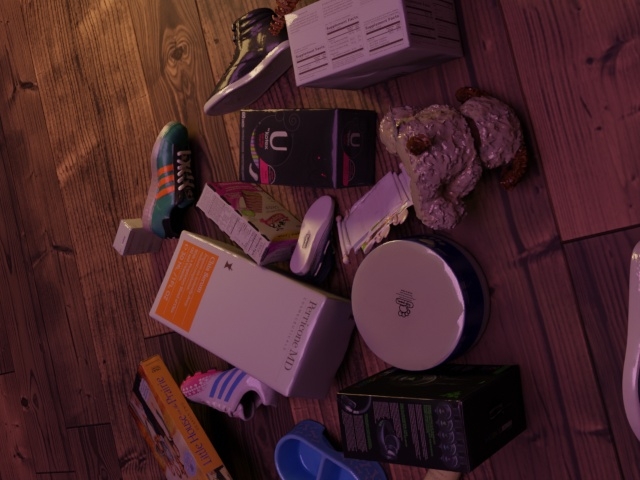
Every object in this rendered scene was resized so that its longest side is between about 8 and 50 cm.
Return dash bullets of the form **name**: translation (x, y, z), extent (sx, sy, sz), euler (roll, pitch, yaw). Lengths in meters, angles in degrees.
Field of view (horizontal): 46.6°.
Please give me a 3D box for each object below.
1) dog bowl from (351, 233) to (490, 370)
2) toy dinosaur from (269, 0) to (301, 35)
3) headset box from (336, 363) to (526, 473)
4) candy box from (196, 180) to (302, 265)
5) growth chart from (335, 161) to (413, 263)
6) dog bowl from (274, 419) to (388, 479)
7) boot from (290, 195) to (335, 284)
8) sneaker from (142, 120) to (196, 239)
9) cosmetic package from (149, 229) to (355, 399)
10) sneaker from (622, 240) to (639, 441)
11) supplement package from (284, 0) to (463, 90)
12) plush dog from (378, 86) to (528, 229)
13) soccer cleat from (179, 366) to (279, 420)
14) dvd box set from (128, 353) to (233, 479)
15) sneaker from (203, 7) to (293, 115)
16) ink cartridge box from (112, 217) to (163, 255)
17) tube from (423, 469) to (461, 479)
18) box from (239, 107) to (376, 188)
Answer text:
- **dog bowl**: translation (0.195, 0.122, 1.480), extent (0.265, 0.104, 0.264), euler (5, 99, 38)
- **toy dinosaur**: translation (-0.087, -0.614, 1.583), extent (0.219, 0.164, 0.321), euler (7, 71, 15)
- **headset box**: translation (0.218, 0.322, 1.394), extent (0.283, 0.246, 0.131), euler (-5, 93, 39)
- **candy box**: translation (-0.148, -0.046, 1.696), extent (0.233, 0.159, 0.071), euler (42, 119, 26)
- **growth chart**: translation (0.112, -0.053, 1.522), extent (0.237, 0.021, 0.171), euler (-41, 35, 33)
- **dog bowl**: translation (0.015, 0.531, 1.693), extent (0.297, 0.074, 0.165), euler (24, 110, 35)
- **boot**: translation (0.000, 0.000, 1.650), extent (0.069, 0.086, 0.189), euler (13, 76, 45)
- **sneaker**: translation (-0.365, -0.148, 1.901), extent (0.121, 0.108, 0.302), euler (19, 106, 21)
- **cosmetic package**: translation (-0.157, 0.161, 1.692), extent (0.453, 0.161, 0.230), euler (22, 91, 34)
- **sneaker**: translation (0.572, 0.168, 1.168), extent (0.148, 0.131, 0.349), euler (3, 97, 43)
- **supplement package**: translation (0.103, -0.393, 1.425), extent (0.262, 0.204, 0.145), euler (-9, 91, 39)
- **plush dog**: translation (0.253, -0.181, 1.340), extent (0.226, 0.210, 0.262), euler (-22, 74, -7)
- **soccer cleat**: translation (-0.232, 0.382, 1.831), extent (0.331, 0.116, 0.143), euler (-24, 63, 36)
- **dvd box set**: translation (-0.369, 0.543, 1.945), extent (0.420, 0.062, 0.307), euler (54, 145, 19)
- **sneaker**: translation (-0.178, -0.415, 1.716), extent (0.296, 0.105, 0.146), euler (-35, 72, 30)
- **ink cartridge box**: translation (-0.483, -0.012, 1.988), extent (0.052, 0.122, 0.088), euler (38, 117, 29)
- **tube**: translation (0.229, 0.544, 1.537), extent (0.070, 0.062, 0.240), euler (-105, 29, -60)
- **box**: translation (-0.031, -0.200, 1.594), extent (0.271, 0.143, 0.165), euler (6, 100, 37)
